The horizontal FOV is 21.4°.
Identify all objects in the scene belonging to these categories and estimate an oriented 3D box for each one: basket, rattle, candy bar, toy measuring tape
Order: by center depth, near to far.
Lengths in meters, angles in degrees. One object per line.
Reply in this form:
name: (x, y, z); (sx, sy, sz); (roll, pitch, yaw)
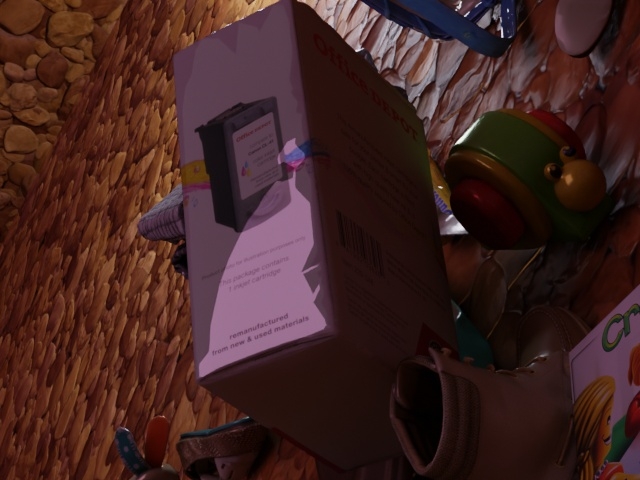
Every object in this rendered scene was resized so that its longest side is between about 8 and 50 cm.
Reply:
toy measuring tape: (0.136, -0.052, 1.458); (0.330, 0.121, 0.121); (-1, 68, 66)
candy bar: (0.114, -0.043, 1.683); (0.040, 0.018, 0.161); (-61, 20, 20)
basket: (0.087, -0.312, 1.684); (0.201, 0.254, 0.289); (-51, 15, 36)
rattle: (-0.200, 0.323, 1.952); (0.143, 0.130, 0.200); (-90, 19, -65)

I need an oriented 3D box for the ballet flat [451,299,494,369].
ballet flat: (0.083, 0.068, 1.521); (0.083, 0.087, 0.247); (-28, 20, -4)

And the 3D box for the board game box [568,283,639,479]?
board game box: (0.270, 0.071, 1.089); (0.305, 0.053, 0.193); (-51, 25, 41)

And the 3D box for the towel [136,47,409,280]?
towel: (-0.049, -0.068, 1.860); (0.283, 0.121, 0.235); (-43, 8, -17)

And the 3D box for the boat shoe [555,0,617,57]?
boat shoe: (0.240, -0.219, 1.498); (0.043, 0.049, 0.137); (50, -131, -63)

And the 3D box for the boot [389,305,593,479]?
boot: (0.131, 0.109, 1.249); (0.077, 0.165, 0.213); (-53, 26, 35)

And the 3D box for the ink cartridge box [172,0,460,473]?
ink cartridge box: (0.000, 0.000, 1.345); (0.131, 0.226, 0.306); (-23, 54, 22)

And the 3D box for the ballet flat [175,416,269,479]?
ballet flat: (-0.105, 0.241, 1.927); (0.206, 0.073, 0.067); (152, 109, -66)

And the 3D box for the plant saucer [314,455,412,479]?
plant saucer: (0.031, 0.137, 1.532); (0.278, 0.041, 0.278); (178, 90, -78)
